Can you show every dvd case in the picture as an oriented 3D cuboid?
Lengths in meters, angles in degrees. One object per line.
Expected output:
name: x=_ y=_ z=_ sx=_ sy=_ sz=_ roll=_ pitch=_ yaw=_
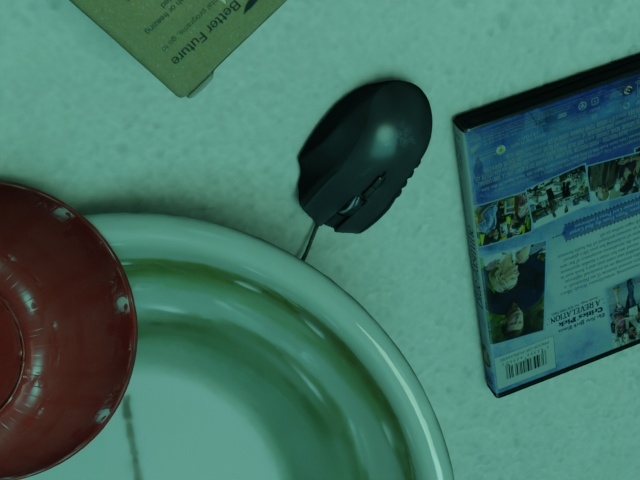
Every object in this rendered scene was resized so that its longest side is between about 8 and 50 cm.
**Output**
dvd case: x=0.194 y=-0.009 z=0.918 sx=0.180 sy=0.022 sz=0.253 roll=-20 pitch=127 yaw=-10

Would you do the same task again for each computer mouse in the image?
computer mouse: x=0.000 y=0.000 z=0.832 sx=0.071 sy=0.041 sz=0.242 roll=17 pitch=115 yaw=-31

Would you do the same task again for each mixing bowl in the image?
mixing bowl: x=-0.197 y=0.056 z=0.699 sx=0.181 sy=0.098 sz=0.181 roll=0 pitch=93 yaw=-2

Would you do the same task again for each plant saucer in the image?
plant saucer: x=-0.116 y=0.180 z=0.805 sx=0.400 sy=0.100 sz=0.400 roll=0 pitch=94 yaw=-2

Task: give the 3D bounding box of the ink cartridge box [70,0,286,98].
ink cartridge box: x=-0.058 y=-0.221 z=0.631 sx=0.235 sy=0.088 sz=0.193 roll=-42 pitch=129 yaw=8
